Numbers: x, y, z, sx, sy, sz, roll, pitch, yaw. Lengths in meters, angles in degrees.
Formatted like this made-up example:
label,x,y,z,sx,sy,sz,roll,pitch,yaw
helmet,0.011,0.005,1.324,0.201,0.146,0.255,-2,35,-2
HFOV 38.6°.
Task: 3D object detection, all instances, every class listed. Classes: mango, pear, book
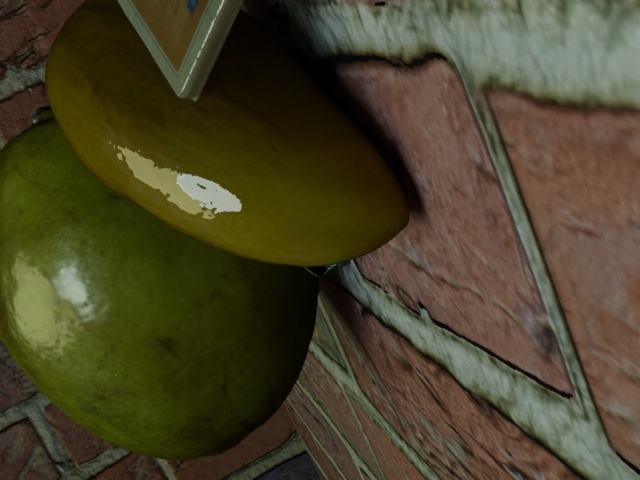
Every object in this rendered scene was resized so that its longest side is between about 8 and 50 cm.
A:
label,x,y,z,sx,sy,sz,roll,pitch,yaw
mango,-0.088,-0.090,0.669,0.331,0.195,0.142,48,136,44
pear,-0.164,0.029,0.963,0.413,0.352,0.352,64,170,-27
book,-0.101,-0.231,0.586,0.241,0.018,0.170,57,131,32

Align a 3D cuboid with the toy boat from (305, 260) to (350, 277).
label,x,y,z,sx,sy,sz,roll,pitch,yaw
toy boat,0.000,0.000,0.838,0.055,0.060,0.141,39,176,-5
